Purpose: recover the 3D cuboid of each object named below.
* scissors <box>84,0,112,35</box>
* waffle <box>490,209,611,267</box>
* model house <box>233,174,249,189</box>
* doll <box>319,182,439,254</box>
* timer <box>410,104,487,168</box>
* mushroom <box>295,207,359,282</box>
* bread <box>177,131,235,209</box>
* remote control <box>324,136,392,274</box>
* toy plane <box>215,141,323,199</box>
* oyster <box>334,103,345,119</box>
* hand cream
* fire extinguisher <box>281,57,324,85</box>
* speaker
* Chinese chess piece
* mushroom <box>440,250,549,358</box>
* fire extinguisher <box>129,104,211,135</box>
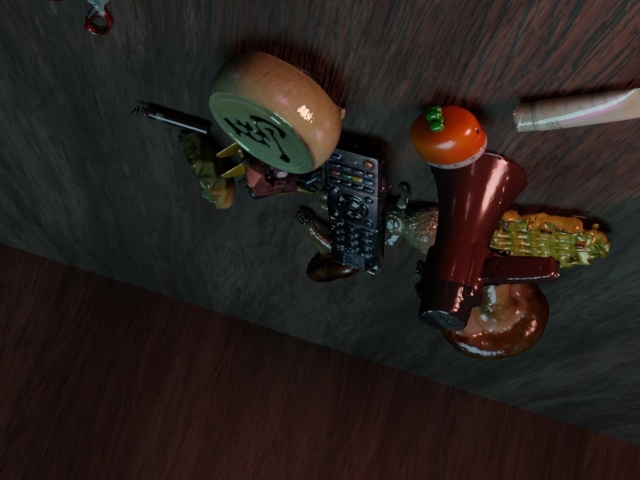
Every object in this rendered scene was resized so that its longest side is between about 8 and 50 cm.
[{"bbox_3d":[-0.371,-0.421,1.308,0.247,0.017,0.144,-5,151,43],"label":"scissors"},{"bbox_3d":[0.471,-0.003,1.661,0.262,0.060,0.280,22,163,-19],"label":"waffle"},{"bbox_3d":[-0.161,-0.146,1.825,0.083,0.057,0.058,-12,177,20],"label":"model house"},{"bbox_3d":[0.145,-0.052,1.765,0.286,0.091,0.203,-4,120,23],"label":"doll"},{"bbox_3d":[0.216,-0.189,1.333,0.136,0.099,0.136,10,147,7],"label":"timer"},{"bbox_3d":[0.000,0.000,2.007,0.217,0.148,0.227,45,141,-19],"label":"mushroom"},{"bbox_3d":[-0.260,-0.165,1.789,0.128,0.088,0.232,54,173,31],"label":"bread"},{"bbox_3d":[0.084,-0.070,1.667,0.144,0.062,0.399,17,145,15],"label":"remote control"},{"bbox_3d":[-0.078,-0.150,1.650,0.103,0.204,0.316,-31,153,31],"label":"toy plane"},{"bbox_3d":[0.000,-0.232,1.473,0.098,0.037,0.100,16,160,5],"label":"oyster"},{"bbox_3d":[0.407,-0.204,1.204,0.205,0.050,0.078,-3,153,34],"label":"hand cream"},{"bbox_3d":[-0.036,-0.290,1.362,0.083,0.025,0.038,25,139,-23],"label":"fire extinguisher"},{"bbox_3d":[0.317,0.008,1.464,0.259,0.330,0.198,5,158,12],"label":"speaker"},{"bbox_3d":[-0.083,-0.226,1.383,0.250,0.101,0.250,30,163,10],"label":"Chinese chess piece"},{"bbox_3d":[0.397,0.160,1.877,0.267,0.267,0.254,-4,159,45],"label":"mushroom"},{"bbox_3d":[-0.323,-0.264,1.670,0.173,0.035,0.049,17,-162,-1],"label":"fire extinguisher"}]
